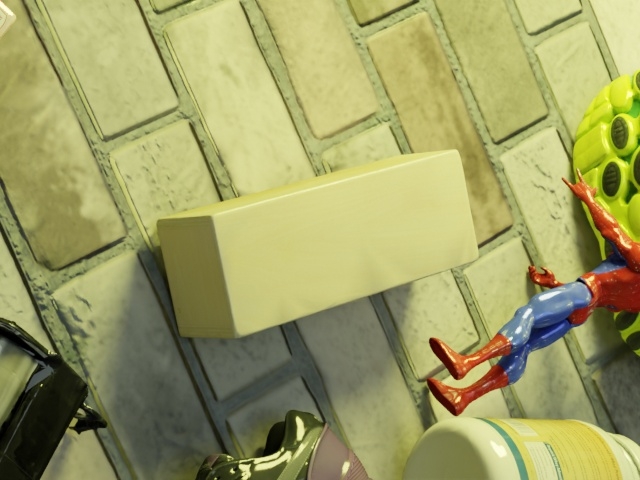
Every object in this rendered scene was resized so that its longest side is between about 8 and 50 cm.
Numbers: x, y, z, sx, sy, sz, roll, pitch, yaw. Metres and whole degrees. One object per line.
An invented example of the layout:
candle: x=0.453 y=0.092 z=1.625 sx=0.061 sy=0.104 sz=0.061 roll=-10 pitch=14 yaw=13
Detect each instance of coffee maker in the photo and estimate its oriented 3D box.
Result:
coffee maker: x=-0.242 y=0.162 z=1.171 sx=0.171 sy=0.120 sz=0.178 roll=36 pitch=63 yaw=-26

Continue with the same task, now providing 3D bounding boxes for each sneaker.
sneaker: x=-0.079 y=0.242 z=1.306 sx=0.283 sy=0.107 sz=0.124 roll=-37 pitch=89 yaw=-39
sneaker: x=0.328 y=-0.023 z=1.652 sx=0.123 sy=0.109 sz=0.296 roll=7 pitch=75 yaw=-58

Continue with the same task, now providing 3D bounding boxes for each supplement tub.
supplement tub: x=0.186 y=0.229 z=1.458 sx=0.199 sy=0.144 sz=0.144 roll=6 pitch=78 yaw=-35

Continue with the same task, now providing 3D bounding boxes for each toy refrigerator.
toy refrigerator: x=0.000 y=0.000 z=1.399 sx=0.269 sy=0.094 sz=0.102 roll=-17 pitch=98 yaw=-37

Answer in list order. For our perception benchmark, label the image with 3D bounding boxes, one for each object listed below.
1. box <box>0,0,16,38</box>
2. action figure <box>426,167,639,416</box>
box: x=-0.369 y=-0.090 z=1.110 sx=0.154 sy=0.142 sz=0.300 roll=46 pitch=58 yaw=-21
action figure: x=0.204 y=0.039 z=1.535 sx=0.280 sy=0.091 sz=0.139 roll=-24 pitch=53 yaw=-20
